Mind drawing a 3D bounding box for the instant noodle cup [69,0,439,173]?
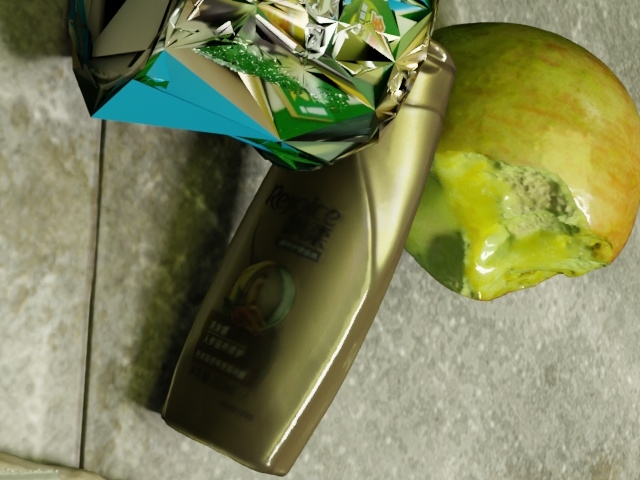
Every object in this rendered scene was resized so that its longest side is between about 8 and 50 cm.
[{"bbox_3d":[-0.058,-0.174,0.786,0.178,0.240,0.240,12,81,-38],"label":"instant noodle cup"}]

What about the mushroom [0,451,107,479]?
[{"bbox_3d":[-0.176,0.184,0.774,0.202,0.054,0.059,30,70,-40],"label":"mushroom"}]

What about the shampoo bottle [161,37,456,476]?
[{"bbox_3d":[0.000,0.000,0.864,0.350,0.125,0.084,-64,156,-6],"label":"shampoo bottle"}]

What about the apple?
[{"bbox_3d":[0.152,-0.073,0.999,0.226,0.246,0.246,25,71,-30],"label":"apple"}]

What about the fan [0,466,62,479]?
[{"bbox_3d":[-0.292,0.129,0.584,0.329,0.009,0.191,3,111,-32],"label":"fan"}]
